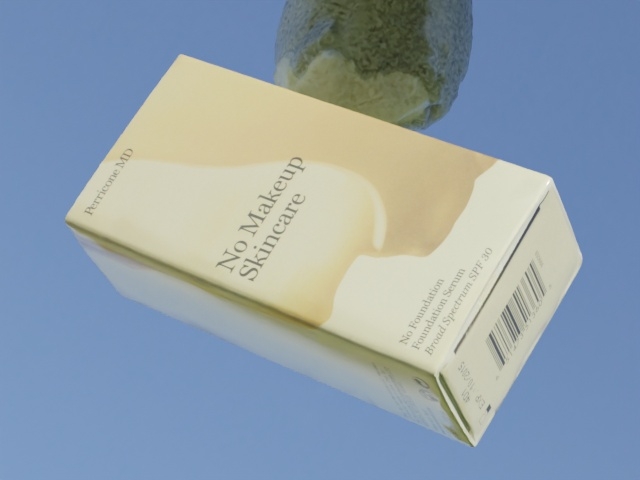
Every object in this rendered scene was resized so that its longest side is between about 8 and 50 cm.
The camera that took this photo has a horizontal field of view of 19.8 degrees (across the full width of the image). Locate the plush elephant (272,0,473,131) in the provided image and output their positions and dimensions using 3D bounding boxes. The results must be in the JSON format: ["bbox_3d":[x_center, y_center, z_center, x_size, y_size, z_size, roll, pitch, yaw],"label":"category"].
[{"bbox_3d":[0.123,-0.184,0.551,0.271,0.255,0.330,-13,-68,-13],"label":"plush elephant"}]

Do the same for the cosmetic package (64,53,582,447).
[{"bbox_3d":[0.000,0.000,0.458,0.115,0.060,0.041,20,-23,30],"label":"cosmetic package"}]
